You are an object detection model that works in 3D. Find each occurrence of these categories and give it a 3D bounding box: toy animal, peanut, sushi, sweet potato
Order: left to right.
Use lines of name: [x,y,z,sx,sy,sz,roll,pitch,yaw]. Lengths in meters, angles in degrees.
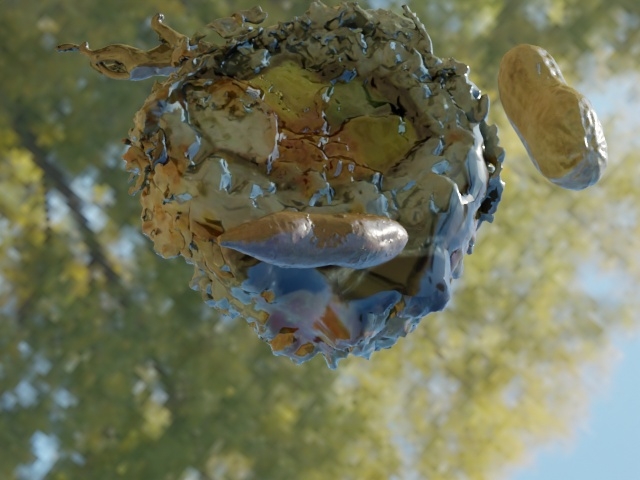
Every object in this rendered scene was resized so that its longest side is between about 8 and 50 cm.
toy animal: [-0.193,-0.215,2.248,0.069,0.219,0.086,99,-6,-59]
sushi: [-0.008,-0.078,2.063,0.417,0.417,0.176,-61,175,-36]
sweet potato: [0.003,-0.001,1.750,0.065,0.218,0.051,-11,-99,48]
peanut: [0.297,-0.161,2.527,0.226,0.095,0.108,63,-37,33]
